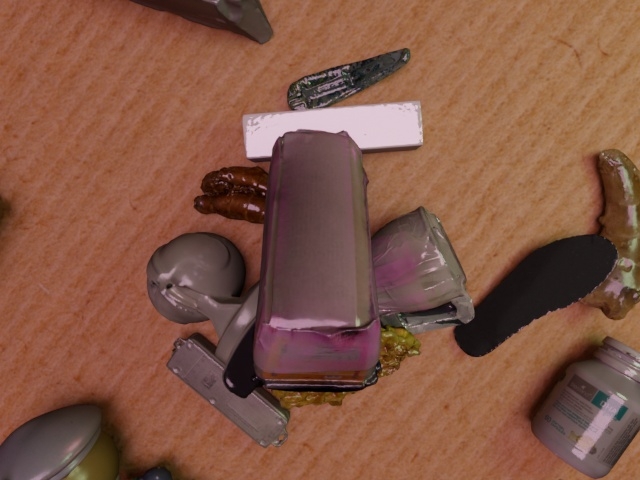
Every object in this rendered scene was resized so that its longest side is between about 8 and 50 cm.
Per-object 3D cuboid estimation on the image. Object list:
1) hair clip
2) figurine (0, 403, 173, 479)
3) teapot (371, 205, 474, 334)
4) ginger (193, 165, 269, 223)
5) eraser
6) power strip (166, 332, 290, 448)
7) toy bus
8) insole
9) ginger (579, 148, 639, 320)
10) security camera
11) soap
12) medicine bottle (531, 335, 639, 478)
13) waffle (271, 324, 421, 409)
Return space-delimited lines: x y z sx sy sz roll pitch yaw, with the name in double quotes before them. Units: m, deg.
"hair clip" 0.048 -0.284 0.821 0.229 0.036 0.066 -19 89 10
"figurine" -0.386 0.429 0.853 0.382 0.225 0.205 28 72 -24
"teapot" 0.151 0.059 0.807 0.178 0.221 0.163 -25 52 17
"ginger" -0.146 -0.086 0.826 0.162 0.073 0.103 8 94 3
"eraser" 0.021 -0.187 0.810 0.298 0.078 0.076 -4 94 2
"power strip" -0.168 0.278 0.866 0.272 0.052 0.078 40 95 -2
"toy bus" 0.000 0.000 0.659 0.171 0.162 0.386 4 52 -7
"insole" 0.366 0.098 0.811 0.309 0.012 0.110 -45 68 16
"ginger" 0.504 -0.011 0.807 0.131 0.086 0.294 1 86 21
"security camera" -0.163 0.097 0.785 0.277 0.191 0.197 33 105 2
"soap" -0.264 -0.415 0.769 0.302 0.159 0.257 -25 95 5
"medicine bottle" 0.476 0.278 0.797 0.135 0.135 0.215 31 95 0
"waffle" 0.039 0.215 0.775 0.243 0.238 0.058 -40 56 16
